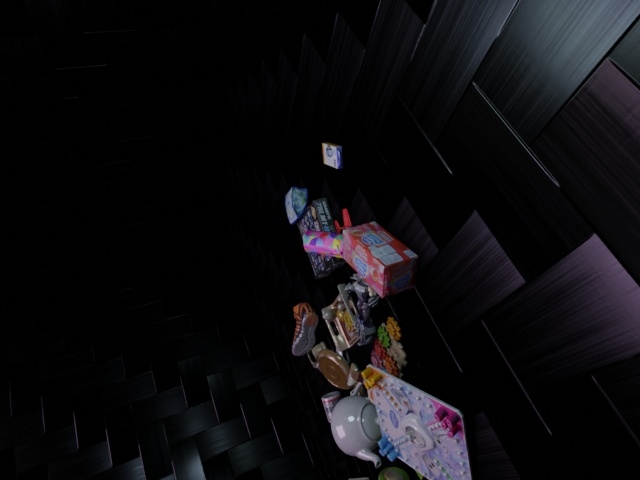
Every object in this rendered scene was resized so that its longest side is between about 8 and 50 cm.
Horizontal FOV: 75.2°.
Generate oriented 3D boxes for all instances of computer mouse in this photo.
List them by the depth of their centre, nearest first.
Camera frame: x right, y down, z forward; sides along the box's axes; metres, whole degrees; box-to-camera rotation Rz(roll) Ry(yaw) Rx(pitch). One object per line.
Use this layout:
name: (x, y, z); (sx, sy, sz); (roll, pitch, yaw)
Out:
computer mouse: (0.090, 0.512, 2.011); (0.193, 0.042, 0.106); (71, 158, 10)

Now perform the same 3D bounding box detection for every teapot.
teapot: (0.180, 0.756, 1.729); (0.187, 0.252, 0.256); (-33, 88, 37)

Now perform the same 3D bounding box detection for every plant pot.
plant pot: (0.069, 0.642, 2.046); (0.236, 0.032, 0.237); (28, 135, 32)

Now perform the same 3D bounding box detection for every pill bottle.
pill bottle: (0.081, 0.910, 2.216); (0.108, 0.107, 0.180); (146, 108, -68)

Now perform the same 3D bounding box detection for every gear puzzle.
gear puzzle: (0.248, 0.412, 1.535); (0.339, 0.044, 0.176); (95, 152, -42)

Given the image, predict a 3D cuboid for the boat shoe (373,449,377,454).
boat shoe: (0.231, 1.002, 1.973); (0.059, 0.063, 0.170); (59, 158, 7)

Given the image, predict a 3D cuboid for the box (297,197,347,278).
box: (0.000, 0.000, 1.853); (0.293, 0.073, 0.296); (135, 118, -65)

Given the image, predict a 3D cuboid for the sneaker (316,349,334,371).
sneaker: (0.040, 0.656, 2.177); (0.093, 0.087, 0.225); (59, 156, 25)

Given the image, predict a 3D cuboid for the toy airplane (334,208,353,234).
toy airplane: (0.095, -0.051, 1.636); (0.151, 0.028, 0.151); (50, 149, 46)

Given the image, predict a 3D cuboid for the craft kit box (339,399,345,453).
craft kit box: (0.162, 0.890, 1.987); (0.247, 0.060, 0.250); (129, 139, -62)

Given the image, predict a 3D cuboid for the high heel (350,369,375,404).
high heel: (0.227, 0.586, 1.650); (0.244, 0.117, 0.082); (13, 85, 59)

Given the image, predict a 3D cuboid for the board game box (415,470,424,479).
board game box: (0.326, 0.757, 1.587); (0.259, 0.039, 0.124); (48, 147, 47)

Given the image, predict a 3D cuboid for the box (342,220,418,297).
box: (0.185, 0.054, 1.338); (0.257, 0.128, 0.123); (46, 145, 51)

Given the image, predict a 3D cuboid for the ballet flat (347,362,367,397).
ballet flat: (0.163, 0.669, 1.898); (0.073, 0.067, 0.206); (124, 128, -67)

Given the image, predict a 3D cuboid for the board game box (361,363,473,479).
board game box: (0.309, 0.642, 1.363); (0.389, 0.050, 0.391); (12, 121, 52)

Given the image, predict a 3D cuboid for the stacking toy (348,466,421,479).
stacking toy: (0.254, 0.942, 1.580); (0.279, 0.308, 0.131); (-138, 45, -72)

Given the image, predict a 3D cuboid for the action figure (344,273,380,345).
action figure: (0.162, 0.241, 1.572); (0.185, 0.099, 0.285); (-144, 46, -69)

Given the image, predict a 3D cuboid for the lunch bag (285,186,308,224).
lunch bag: (-0.115, -0.162, 1.975); (0.129, 0.096, 0.152); (142, 133, -68)

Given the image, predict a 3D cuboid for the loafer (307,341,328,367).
loafer: (-0.026, 0.644, 2.329); (0.269, 0.091, 0.102); (105, 144, -53)

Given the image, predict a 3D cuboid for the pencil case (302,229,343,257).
pencil case: (0.035, 0.015, 1.624); (0.236, 0.104, 0.105); (8, 114, 42)

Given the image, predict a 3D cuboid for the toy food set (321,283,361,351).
toy food set: (0.089, 0.348, 1.832); (0.306, 0.092, 0.220); (113, 138, -59)

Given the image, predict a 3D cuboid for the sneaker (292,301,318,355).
sneaker: (-0.099, 0.490, 2.367); (0.180, 0.124, 0.321); (57, 133, 54)

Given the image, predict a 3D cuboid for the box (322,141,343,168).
box: (0.049, -0.322, 1.573); (0.136, 0.028, 0.081); (36, 136, 56)
